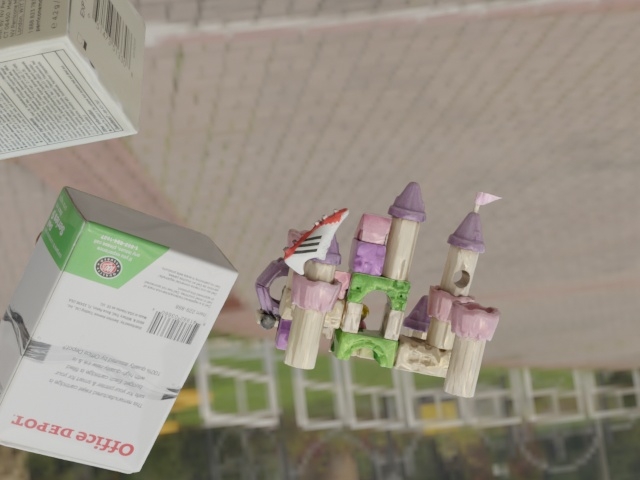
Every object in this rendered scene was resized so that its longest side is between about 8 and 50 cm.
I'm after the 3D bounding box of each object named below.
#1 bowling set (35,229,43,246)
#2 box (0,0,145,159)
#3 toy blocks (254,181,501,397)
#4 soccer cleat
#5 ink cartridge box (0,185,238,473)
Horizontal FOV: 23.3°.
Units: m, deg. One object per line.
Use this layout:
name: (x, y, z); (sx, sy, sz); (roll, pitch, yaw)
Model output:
bowling set: (-0.339, 0.046, 2.269); (0.154, 0.200, 0.287); (-26, 163, 15)
box: (-0.285, -0.159, 1.336); (0.232, 0.127, 0.148); (-9, 148, 15)
toy blocks: (0.079, 0.037, 2.123); (0.288, 0.260, 0.309); (10, -173, -11)
soccer cleat: (0.000, 0.000, 1.571); (0.083, 0.035, 0.029); (-39, -175, -3)
ink cartridge box: (-0.262, 0.110, 1.851); (0.211, 0.289, 0.121); (20, -166, -31)
